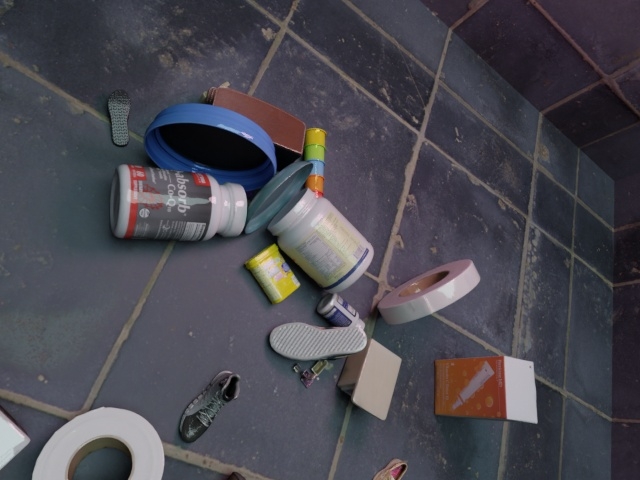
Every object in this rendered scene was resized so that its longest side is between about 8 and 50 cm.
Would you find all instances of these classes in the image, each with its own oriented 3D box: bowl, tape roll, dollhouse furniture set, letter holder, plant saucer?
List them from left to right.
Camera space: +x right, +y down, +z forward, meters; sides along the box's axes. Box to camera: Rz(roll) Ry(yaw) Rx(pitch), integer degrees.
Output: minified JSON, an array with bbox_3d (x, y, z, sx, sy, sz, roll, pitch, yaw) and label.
[{"bbox_3d":[-0.526,0.558,1.119,0.285,0.100,0.287,11,49,-13],"label":"tape roll"},{"bbox_3d":[-0.321,-0.269,1.395,0.390,0.391,0.077,19,66,-27],"label":"bowl"},{"bbox_3d":[-0.207,-0.384,1.470,0.301,0.152,0.215,18,68,-25],"label":"letter holder"},{"bbox_3d":[-0.146,-0.150,1.526,0.043,0.318,0.317,45,56,3],"label":"plant saucer"},{"bbox_3d":[-0.017,0.423,1.564,0.114,0.081,0.091,-41,99,-35],"label":"dollhouse furniture set"},{"bbox_3d":[0.394,0.187,1.716,0.391,0.392,0.072,-28,92,-36],"label":"tape roll"}]

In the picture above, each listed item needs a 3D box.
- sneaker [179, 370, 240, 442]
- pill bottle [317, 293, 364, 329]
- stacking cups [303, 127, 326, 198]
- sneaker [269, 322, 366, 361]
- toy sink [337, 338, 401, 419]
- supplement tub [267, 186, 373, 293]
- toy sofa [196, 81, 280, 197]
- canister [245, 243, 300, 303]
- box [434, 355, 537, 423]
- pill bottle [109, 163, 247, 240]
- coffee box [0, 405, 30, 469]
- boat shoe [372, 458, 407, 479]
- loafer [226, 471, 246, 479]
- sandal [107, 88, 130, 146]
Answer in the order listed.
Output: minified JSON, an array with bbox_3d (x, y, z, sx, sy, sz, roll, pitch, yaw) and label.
[{"bbox_3d":[-0.308,0.470,1.331,0.086,0.132,0.229,43,57,-15],"label":"sneaker"},{"bbox_3d":[0.077,0.269,1.665,0.169,0.094,0.094,43,57,-14],"label":"pill bottle"},{"bbox_3d":[-0.017,-0.264,1.775,0.095,0.096,0.317,6,74,-31],"label":"stacking cups"},{"bbox_3d":[-0.011,0.348,1.574,0.320,0.127,0.126,3,70,-4],"label":"sneaker"},{"bbox_3d":[0.163,0.490,1.630,0.152,0.131,0.234,36,54,-19],"label":"toy sink"},{"bbox_3d":[0.000,0.000,1.613,0.325,0.235,0.235,45,57,-13],"label":"supplement tub"},{"bbox_3d":[-0.284,-0.334,1.588,0.363,0.150,0.177,49,55,-10],"label":"toy sofa"},{"bbox_3d":[-0.159,0.114,1.575,0.126,0.073,0.170,-37,98,-35],"label":"canister"},{"bbox_3d":[0.613,0.565,1.764,0.168,0.345,0.215,17,66,-28],"label":"box"},{"bbox_3d":[-0.421,-0.104,1.391,0.362,0.210,0.211,2,74,-32],"label":"pill bottle"},{"bbox_3d":[-0.829,0.398,0.892,0.334,0.338,0.338,50,55,-9],"label":"coffee box"},{"bbox_3d":[0.238,0.826,1.616,0.170,0.059,0.063,-34,95,-35],"label":"boat shoe"},{"bbox_3d":[-0.228,0.819,1.240,0.129,0.134,0.366,-3,56,-20],"label":"loafer"},{"bbox_3d":[-0.630,-0.381,1.453,0.067,0.040,0.180,0,90,-27],"label":"sandal"}]
